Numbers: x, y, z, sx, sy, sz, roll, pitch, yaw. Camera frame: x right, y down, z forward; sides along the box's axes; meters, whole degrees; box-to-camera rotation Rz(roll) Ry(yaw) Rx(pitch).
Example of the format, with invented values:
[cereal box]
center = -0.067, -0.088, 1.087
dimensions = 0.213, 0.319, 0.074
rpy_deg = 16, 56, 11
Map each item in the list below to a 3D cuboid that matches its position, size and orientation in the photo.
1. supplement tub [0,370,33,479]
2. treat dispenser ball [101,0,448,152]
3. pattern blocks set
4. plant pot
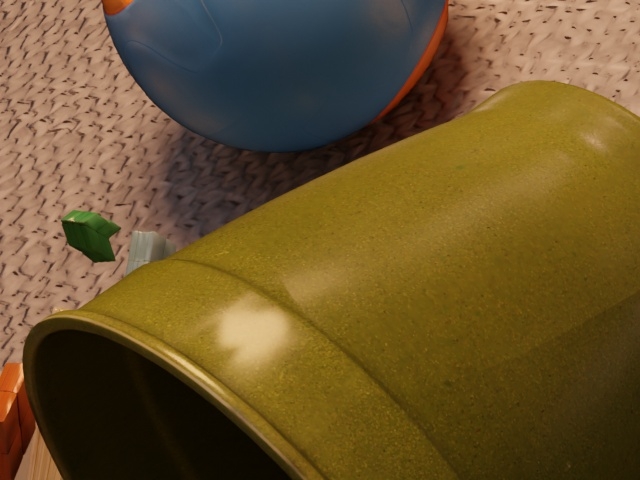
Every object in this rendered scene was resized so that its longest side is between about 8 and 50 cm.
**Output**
[supplement tub]
center = -0.347, 0.195, 1.472
dimensions = 0.272, 0.191, 0.191
rpy_deg = -8, 46, 28
[treat dispenser ball]
center = -0.036, -0.215, 1.601
dimensions = 0.288, 0.288, 0.288
rpy_deg = -19, 42, 18
[pattern blocks set]
center = -0.155, 0.144, 1.340
dimensions = 0.026, 0.285, 0.325
rpy_deg = 4, 89, 18
[plant pot]
center = 0.073, 0.089, 1.202
dimensions = 0.353, 0.366, 0.366
rpy_deg = -40, 38, -25
